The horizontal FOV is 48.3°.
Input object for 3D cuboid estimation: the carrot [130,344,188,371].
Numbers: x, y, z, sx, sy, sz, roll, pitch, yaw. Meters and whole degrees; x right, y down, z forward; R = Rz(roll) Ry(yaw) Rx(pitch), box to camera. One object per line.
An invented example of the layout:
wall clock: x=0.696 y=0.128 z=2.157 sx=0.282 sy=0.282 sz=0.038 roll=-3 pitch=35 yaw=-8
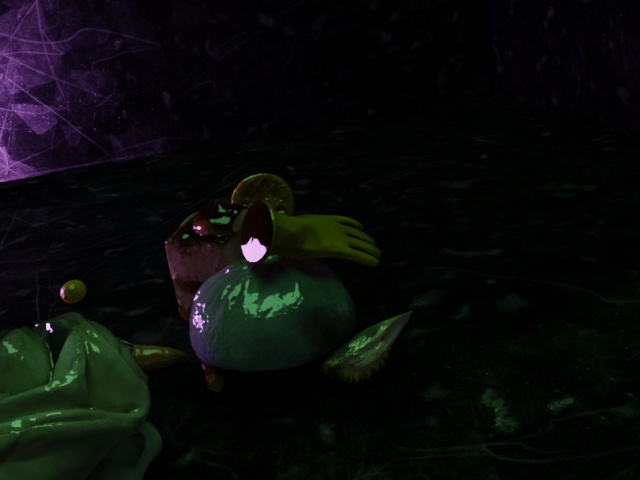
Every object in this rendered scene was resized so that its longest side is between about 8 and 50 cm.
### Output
carrot: x=-0.383 y=0.253 z=1.507 sx=0.205 sy=0.072 sz=0.072 roll=-3 pitch=20 yaw=-7

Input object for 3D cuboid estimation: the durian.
durian: x=0.102 y=0.213 z=1.391 sx=0.224 sy=0.078 sz=0.140 roll=-30 pitch=-4 yaw=-13

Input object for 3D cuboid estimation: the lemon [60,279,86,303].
lemon: x=-0.653 y=0.135 z=1.890 sx=0.062 sy=0.062 sz=0.083 roll=0 pitch=24 yaw=17

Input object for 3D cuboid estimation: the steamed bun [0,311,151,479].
steamed bun: x=-0.451 y=0.252 z=1.126 sx=0.346 sy=0.237 sz=0.394 roll=-31 pitch=15 yaw=14

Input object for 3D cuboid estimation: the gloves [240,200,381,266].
gloves: x=0.000 y=0.001 z=1.410 sx=0.294 sy=0.116 sz=0.133 roll=8 pitch=46 yaw=-34

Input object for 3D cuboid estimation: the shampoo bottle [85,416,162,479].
shampoo bottle: x=-0.328 y=0.361 z=1.162 sx=0.118 sy=0.087 sz=0.234 roll=-14 pitch=19 yaw=11

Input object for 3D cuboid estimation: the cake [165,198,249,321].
cake: x=-0.245 y=0.037 z=1.683 sx=0.199 sy=0.293 sz=0.196 roll=4 pitch=30 yaw=27

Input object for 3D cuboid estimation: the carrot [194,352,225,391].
carrot: x=-0.229 y=0.260 z=1.463 sx=0.042 sy=0.042 sz=0.171 roll=-14 pitch=19 yaw=-18

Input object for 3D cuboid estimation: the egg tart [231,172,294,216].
egg tart: x=-0.188 y=-0.112 z=2.234 sx=0.202 sy=0.202 sz=0.147 roll=-12 pitch=8 yaw=-12

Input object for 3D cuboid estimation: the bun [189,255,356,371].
bun: x=-0.101 y=0.138 z=1.448 sx=0.362 sy=0.211 sz=0.362 roll=-5 pitch=10 yaw=1
